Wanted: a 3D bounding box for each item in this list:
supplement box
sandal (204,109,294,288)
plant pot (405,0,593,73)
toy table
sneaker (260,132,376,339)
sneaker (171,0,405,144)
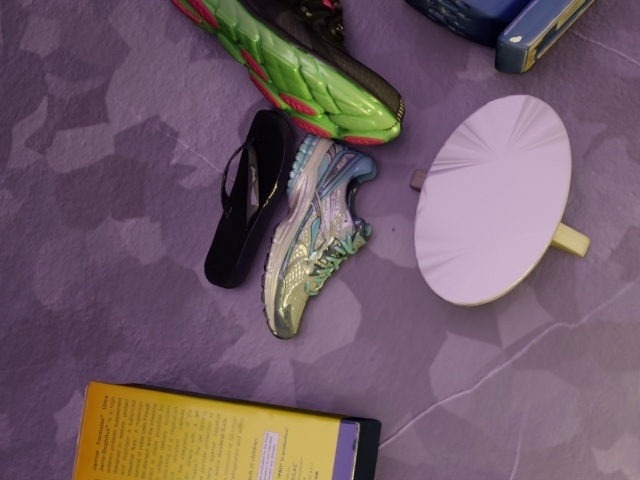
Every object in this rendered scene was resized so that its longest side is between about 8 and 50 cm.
[{"bbox_3d":[-0.119,0.303,1.687,0.357,0.194,0.195,7,84,12],"label":"supplement box"},{"bbox_3d":[-0.103,-0.059,1.779,0.097,0.054,0.254,13,85,49],"label":"sandal"},{"bbox_3d":[0.249,-0.360,1.687,0.212,0.236,0.236,45,92,7],"label":"plant pot"},{"bbox_3d":[0.224,-0.043,1.684,0.252,0.161,0.274,34,89,13],"label":"toy table"},{"bbox_3d":[0.000,0.000,1.749,0.122,0.110,0.282,13,86,9],"label":"sneaker"},{"bbox_3d":[-0.047,-0.319,1.743,0.202,0.185,0.483,-40,70,-9],"label":"sneaker"}]
